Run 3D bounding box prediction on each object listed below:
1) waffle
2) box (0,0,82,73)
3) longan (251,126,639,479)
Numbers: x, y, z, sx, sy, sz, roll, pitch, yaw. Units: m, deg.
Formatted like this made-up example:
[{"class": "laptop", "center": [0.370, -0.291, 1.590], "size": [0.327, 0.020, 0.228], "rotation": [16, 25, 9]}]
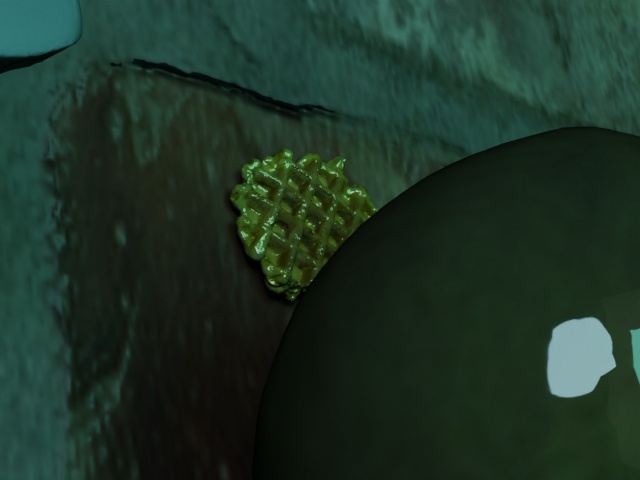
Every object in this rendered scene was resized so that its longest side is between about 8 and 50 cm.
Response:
[{"class": "waffle", "center": [-0.001, -0.002, 0.704], "size": [0.085, 0.016, 0.078], "rotation": [10, 58, -45]}, {"class": "box", "center": [-0.180, -0.086, 0.454], "size": [0.227, 0.162, 0.130], "rotation": [-18, 94, -49]}, {"class": "longan", "center": [0.098, 0.073, 0.601], "size": [0.248, 0.248, 0.248], "rotation": [25, 52, -37]}]
